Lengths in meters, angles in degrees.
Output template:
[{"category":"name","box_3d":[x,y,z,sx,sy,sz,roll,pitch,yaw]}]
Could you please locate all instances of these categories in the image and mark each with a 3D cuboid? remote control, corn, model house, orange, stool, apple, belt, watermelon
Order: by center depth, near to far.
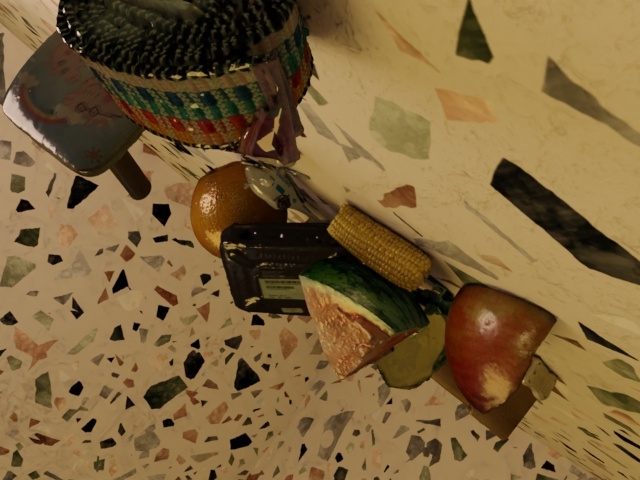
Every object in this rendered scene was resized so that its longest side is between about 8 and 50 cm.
[{"category":"belt","box_3d":[-0.132,-0.216,0.591,0.295,0.207,0.160,18,161,20]},{"category":"apple","box_3d":[0.347,0.211,1.069,0.346,0.179,0.254,75,179,-75]},{"category":"corn","box_3d":[0.124,0.015,1.125,0.244,0.093,0.093,35,171,20]},{"category":"stool","box_3d":[-0.449,-0.283,1.134,0.310,0.310,0.226,37,172,16]},{"category":"watermelon","box_3d":[0.141,0.173,1.165,0.222,0.292,0.319,0,107,44]},{"category":"remote control","box_3d":[0.520,0.330,1.255,0.122,0.074,0.032,43,167,-29]},{"category":"orange","box_3d":[-0.224,-0.079,1.432,0.274,0.274,0.274,36,171,7]},{"category":"model house","box_3d":[0.194,0.256,1.566,0.321,0.261,0.266,50,169,-30]}]

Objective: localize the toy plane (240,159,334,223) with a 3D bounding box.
[{"category":"toy plane","box_3d":[-0.077,-0.096,1.276,0.182,0.107,0.273,12,154,40]}]

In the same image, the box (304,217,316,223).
[{"category":"box","box_3d":[0.000,0.000,1.706,0.153,0.041,0.279,36,171,-3]}]

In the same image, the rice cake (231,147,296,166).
[{"category":"rice cake","box_3d":[-0.136,-0.205,1.145,0.057,0.052,0.256,6,-166,-40]}]

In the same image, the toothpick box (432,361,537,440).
[{"category":"toothpick box","box_3d":[0.493,0.453,1.683,0.190,0.187,0.308,40,175,-24]}]

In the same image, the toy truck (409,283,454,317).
[{"category":"toy truck","box_3d":[0.290,0.150,1.275,0.154,0.078,0.080,28,-173,-38]}]

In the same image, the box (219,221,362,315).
[{"category":"box","box_3d":[-0.069,0.090,1.362,0.359,0.091,0.350,1,141,5]}]
